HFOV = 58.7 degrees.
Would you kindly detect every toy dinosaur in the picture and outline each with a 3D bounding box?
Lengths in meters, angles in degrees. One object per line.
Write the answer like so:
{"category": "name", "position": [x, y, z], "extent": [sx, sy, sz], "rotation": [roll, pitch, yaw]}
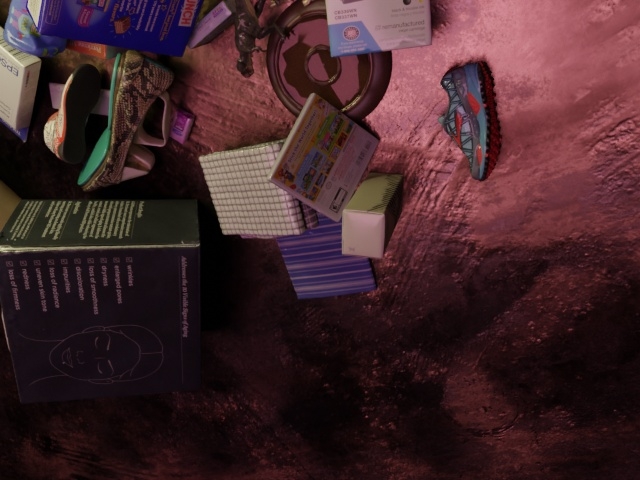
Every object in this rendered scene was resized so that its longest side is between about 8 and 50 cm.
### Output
{"category": "toy dinosaur", "position": [-0.144, -0.489, 1.262], "extent": [0.118, 0.064, 0.268], "rotation": [-11, 126, -10]}

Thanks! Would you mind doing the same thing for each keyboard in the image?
{"category": "keyboard", "position": [-0.641, -0.388, 1.580], "extent": [0.255, 0.014, 0.072], "rotation": [10, 123, 14]}

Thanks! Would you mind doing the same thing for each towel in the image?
{"category": "towel", "position": [-0.149, -0.126, 1.424], "extent": [0.283, 0.121, 0.235], "rotation": [-1, 111, 41]}
{"category": "towel", "position": [0.000, 0.000, 1.539], "extent": [0.243, 0.040, 0.336], "rotation": [-8, 114, 20]}

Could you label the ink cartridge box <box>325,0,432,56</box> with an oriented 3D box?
{"category": "ink cartridge box", "position": [0.108, -0.513, 1.124], "extent": [0.198, 0.197, 0.270], "rotation": [-5, 108, 7]}

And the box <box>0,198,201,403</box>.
{"category": "box", "position": [-0.564, 0.156, 1.549], "extent": [0.471, 0.297, 0.480], "rotation": [0, 118, -12]}

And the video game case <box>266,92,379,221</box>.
{"category": "video game case", "position": [0.010, -0.189, 1.323], "extent": [0.206, 0.026, 0.227], "rotation": [31, 82, -27]}

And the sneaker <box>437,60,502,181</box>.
{"category": "sneaker", "position": [0.330, -0.261, 1.276], "extent": [0.125, 0.104, 0.262], "rotation": [3, 113, 37]}

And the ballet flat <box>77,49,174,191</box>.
{"category": "ballet flat", "position": [-0.499, -0.273, 1.497], "extent": [0.181, 0.164, 0.483], "rotation": [17, 136, -25]}

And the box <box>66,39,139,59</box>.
{"category": "box", "position": [-0.545, -0.632, 1.336], "extent": [0.214, 0.168, 0.346], "rotation": [17, 119, 10]}

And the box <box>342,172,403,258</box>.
{"category": "box", "position": [0.126, -0.066, 1.319], "extent": [0.094, 0.275, 0.113], "rotation": [6, 117, 14]}

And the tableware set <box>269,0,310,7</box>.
{"category": "tableware set", "position": [-0.068, -0.600, 1.259], "extent": [0.141, 0.020, 0.169], "rotation": [-7, 102, 26]}

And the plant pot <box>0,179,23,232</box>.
{"category": "plant pot", "position": [-1.011, -0.039, 1.729], "extent": [0.280, 0.323, 0.323], "rotation": [34, 122, -18]}

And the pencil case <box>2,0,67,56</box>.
{"category": "pencil case", "position": [-0.580, -0.541, 1.226], "extent": [0.133, 0.119, 0.306], "rotation": [29, 121, -13]}

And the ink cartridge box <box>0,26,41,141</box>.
{"category": "ink cartridge box", "position": [-0.937, -0.468, 1.568], "extent": [0.324, 0.071, 0.330], "rotation": [39, 132, -2]}

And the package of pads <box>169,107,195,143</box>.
{"category": "package of pads", "position": [-0.370, -0.303, 1.515], "extent": [0.050, 0.032, 0.083], "rotation": [29, 120, 1]}

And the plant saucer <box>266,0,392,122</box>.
{"category": "plant saucer", "position": [0.010, -0.410, 1.326], "extent": [0.310, 0.050, 0.311], "rotation": [7, 116, 15]}

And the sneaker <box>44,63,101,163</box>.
{"category": "sneaker", "position": [-0.683, -0.354, 1.548], "extent": [0.145, 0.090, 0.270], "rotation": [27, 107, 40]}

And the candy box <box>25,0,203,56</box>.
{"category": "candy box", "position": [-0.401, -0.538, 1.165], "extent": [0.122, 0.317, 0.268], "rotation": [57, 131, 30]}

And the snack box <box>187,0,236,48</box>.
{"category": "snack box", "position": [-0.246, -0.509, 1.333], "extent": [0.141, 0.100, 0.037], "rotation": [-29, 103, 28]}
